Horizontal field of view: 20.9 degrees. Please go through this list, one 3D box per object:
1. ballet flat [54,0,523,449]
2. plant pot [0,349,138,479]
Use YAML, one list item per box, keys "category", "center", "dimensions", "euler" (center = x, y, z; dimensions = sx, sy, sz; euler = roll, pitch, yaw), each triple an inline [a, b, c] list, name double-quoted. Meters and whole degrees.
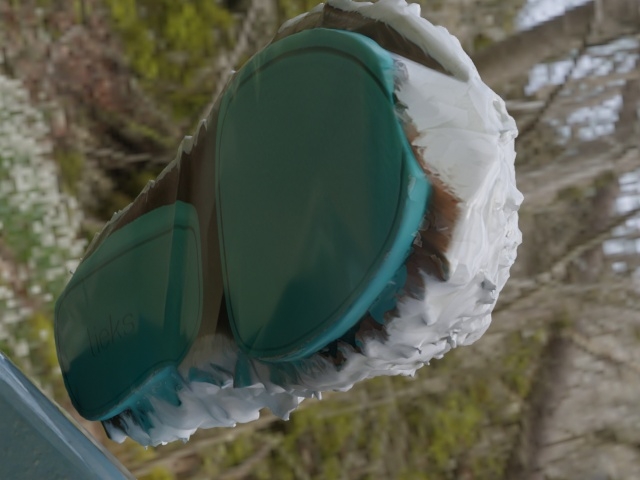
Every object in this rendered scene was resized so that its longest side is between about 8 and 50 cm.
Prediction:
- category: "ballet flat"
  center: [0.000, 0.000, 0.733]
  dimensions: [0.409, 0.147, 0.147]
  euler: [-27, -104, 63]
- category: "plant pot"
  center: [-0.138, 0.221, 0.813]
  dimensions: [0.252, 0.248, 0.247]
  euler: [35, -13, 23]
